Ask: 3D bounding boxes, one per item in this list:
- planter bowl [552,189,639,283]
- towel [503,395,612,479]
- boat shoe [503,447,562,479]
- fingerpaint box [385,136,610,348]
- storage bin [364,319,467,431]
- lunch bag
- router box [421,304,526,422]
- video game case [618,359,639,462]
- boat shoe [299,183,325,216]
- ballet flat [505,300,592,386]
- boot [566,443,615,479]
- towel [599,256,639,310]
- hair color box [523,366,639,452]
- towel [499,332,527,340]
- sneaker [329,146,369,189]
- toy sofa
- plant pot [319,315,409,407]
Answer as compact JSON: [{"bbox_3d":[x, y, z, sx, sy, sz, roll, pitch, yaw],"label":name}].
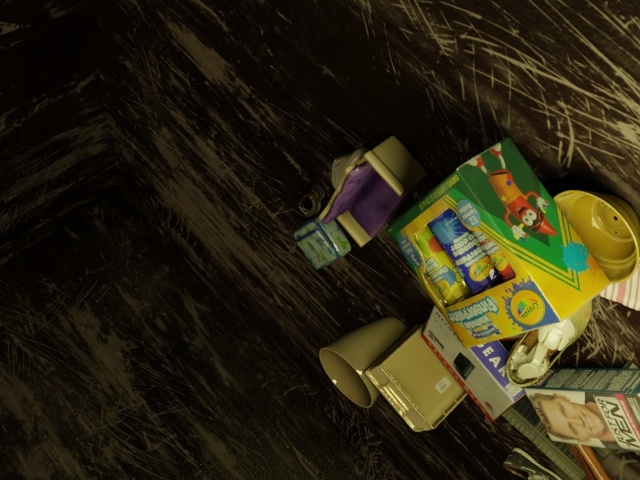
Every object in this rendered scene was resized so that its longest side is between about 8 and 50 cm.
[{"bbox_3d":[0.576,-0.026,1.395,0.217,0.090,0.217,47,156,28],"label":"planter bowl"},{"bbox_3d":[0.685,0.531,1.996,0.324,0.056,0.312,43,150,25],"label":"towel"},{"bbox_3d":[0.705,0.775,2.228,0.233,0.079,0.084,31,146,35],"label":"boat shoe"},{"bbox_3d":[0.374,0.032,1.576,0.371,0.163,0.445,57,160,5],"label":"fingerpaint box"},{"bbox_3d":[0.333,0.430,2.198,0.260,0.262,0.123,50,152,7],"label":"storage bin"},{"bbox_3d":[0.000,0.000,2.414,0.176,0.090,0.219,58,153,-4],"label":"lunch bag"},{"bbox_3d":[0.445,0.343,1.994,0.335,0.082,0.301,52,166,21],"label":"router box"},{"bbox_3d":[0.794,0.441,1.701,0.248,0.035,0.275,44,154,18],"label":"video game case"},{"bbox_3d":[-0.040,-0.128,2.337,0.066,0.066,0.183,47,154,13],"label":"boat shoe"},{"bbox_3d":[0.552,0.246,1.681,0.123,0.123,0.348,42,138,21],"label":"ballet flat"},{"bbox_3d":[0.738,0.663,1.827,0.280,0.096,0.264,56,180,28],"label":"boot"},{"bbox_3d":[0.676,0.098,1.467,0.197,0.029,0.144,27,145,43],"label":"towel"},{"bbox_3d":[0.682,0.406,1.661,0.174,0.105,0.347,60,151,-7],"label":"hair color box"},{"bbox_3d":[0.454,0.129,1.829,0.237,0.037,0.329,-14,108,58],"label":"towel"},{"bbox_3d":[0.080,-0.216,2.014,0.095,0.090,0.235,62,154,14],"label":"sneaker"},{"bbox_3d":[0.138,-0.116,1.928,0.150,0.177,0.362,49,154,9],"label":"toy sofa"},{"bbox_3d":[0.179,0.393,2.392,0.256,0.274,0.256,38,151,26],"label":"plant pot"}]
